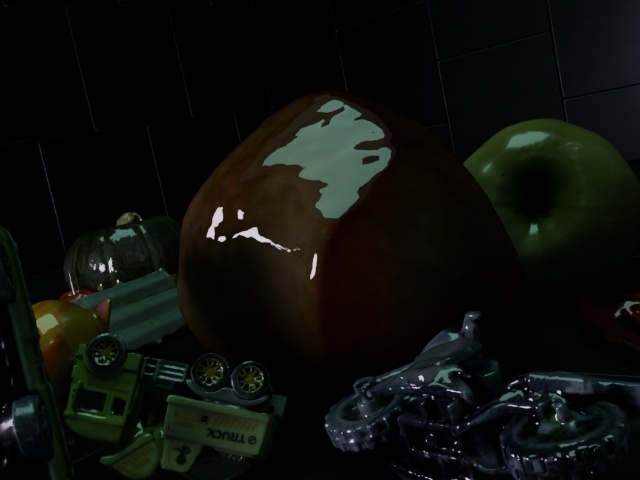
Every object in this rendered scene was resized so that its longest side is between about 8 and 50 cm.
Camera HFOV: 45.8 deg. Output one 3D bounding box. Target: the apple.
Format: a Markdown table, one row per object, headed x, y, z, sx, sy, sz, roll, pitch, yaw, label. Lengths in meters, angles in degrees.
| x | y | z | sx | sy | sz | roll | pitch | yaw | label |
| --- | --- | --- | --- | --- | --- | --- | --- | --- | --- |
| 0.304 | -0.042 | 1.047 | 0.262 | 0.262 | 0.262 | -11 | 7 | 1 | apple |

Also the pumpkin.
| x | y | z | sx | sy | sz | roll | pitch | yaw | label |
| --- | --- | --- | --- | --- | --- | --- | --- | --- | --- |
| -0.428 | 0.042 | 1.701 | 0.300 | 0.207 | 0.300 | -11 | 7 | 1 | pumpkin |

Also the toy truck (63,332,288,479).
| x | y | z | sx | sy | sz | roll | pitch | yaw | label |
| --- | --- | --- | --- | --- | --- | --- | --- | --- | --- |
| -0.129 | 0.158 | 0.670 | 0.191 | 0.116 | 0.085 | 10 | -22 | 1 | toy truck |

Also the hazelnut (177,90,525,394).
| x | y | z | sx | sy | sz | roll | pitch | yaw | label |
| --- | --- | --- | --- | --- | --- | --- | --- | --- | --- |
| 0.032 | 0.016 | 0.829 | 0.365 | 0.366 | 0.366 | -11 | 7 | 1 | hazelnut |

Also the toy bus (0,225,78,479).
| x | y | z | sx | sy | sz | roll | pitch | yaw | label |
| --- | --- | --- | --- | --- | --- | --- | --- | --- | --- |
| -0.298 | 0.120 | 0.644 | 0.133 | 0.276 | 0.165 | -15 | -4 | -12 | toy bus |

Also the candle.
| x | y | z | sx | sy | sz | roll | pitch | yaw | label |
| --- | --- | --- | --- | --- | --- | --- | --- | --- | --- |
| 0.328 | 0.090 | 0.717 | 0.084 | 0.059 | 0.302 | -24 | 5 | 0 | candle |

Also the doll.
| x | y | z | sx | sy | sz | roll | pitch | yaw | label |
| --- | --- | --- | --- | --- | --- | --- | --- | --- | --- |
| -0.394 | 0.163 | 0.934 | 0.269 | 0.162 | 0.166 | -4 | -14 | -41 | doll |

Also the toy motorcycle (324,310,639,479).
| x | y | z | sx | sy | sz | roll | pitch | yaw | label |
| --- | --- | --- | --- | --- | --- | --- | --- | --- | --- |
| 0.126 | 0.126 | 0.586 | 0.159 | 0.106 | 0.270 | -25 | 10 | -38 | toy motorcycle |

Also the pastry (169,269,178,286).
| x | y | z | sx | sy | sz | roll | pitch | yaw | label |
| --- | --- | --- | --- | --- | --- | --- | --- | --- | --- |
| -0.335 | 0.115 | 1.503 | 0.153 | 0.081 | 0.153 | -13 | 17 | 4 | pastry |

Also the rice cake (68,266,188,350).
| x | y | z | sx | sy | sz | roll | pitch | yaw | label |
| --- | --- | --- | --- | --- | --- | --- | --- | --- | --- |
| -0.306 | 0.125 | 1.255 | 0.043 | 0.127 | 0.237 | -40 | -8 | 33 | rice cake |

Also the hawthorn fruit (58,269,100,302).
| x | y | z | sx | sy | sz | roll | pitch | yaw | label |
| --- | --- | --- | --- | --- | --- | --- | --- | --- | --- |
| -0.402 | 0.137 | 1.278 | 0.125 | 0.140 | 0.125 | -20 | 40 | 18 | hawthorn fruit |
